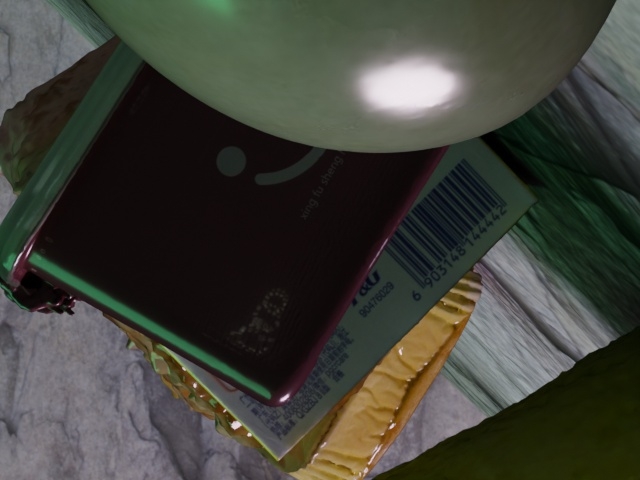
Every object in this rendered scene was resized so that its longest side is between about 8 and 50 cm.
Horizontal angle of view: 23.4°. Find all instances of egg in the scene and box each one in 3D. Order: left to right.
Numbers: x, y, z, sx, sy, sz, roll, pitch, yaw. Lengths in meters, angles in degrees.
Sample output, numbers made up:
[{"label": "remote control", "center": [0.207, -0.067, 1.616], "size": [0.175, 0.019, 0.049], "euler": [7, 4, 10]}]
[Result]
[{"label": "egg", "center": [0.003, -0.129, 0.476], "size": [0.186, 0.186, 0.253], "euler": [38, 170, 46]}]

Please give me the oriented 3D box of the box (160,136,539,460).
[{"label": "box", "center": [0.000, 0.000, 1.097], "size": [0.168, 0.265, 0.097], "euler": [44, 178, -10]}]

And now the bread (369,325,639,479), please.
[{"label": "bread", "center": [0.216, 0.253, 1.132], "size": [0.348, 0.307, 0.348], "euler": [51, 167, 16]}]

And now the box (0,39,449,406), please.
[{"label": "box", "center": [-0.026, -0.056, 0.824], "size": [0.167, 0.294, 0.193], "euler": [33, 175, -3]}]

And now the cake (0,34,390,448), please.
[{"label": "cake", "center": [-0.096, -0.024, 1.412], "size": [0.307, 0.293, 0.314], "euler": [36, 161, 56]}]

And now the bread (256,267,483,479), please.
[{"label": "bread", "center": [0.036, 0.113, 1.560], "size": [0.119, 0.288, 0.152], "euler": [23, -169, -48]}]
